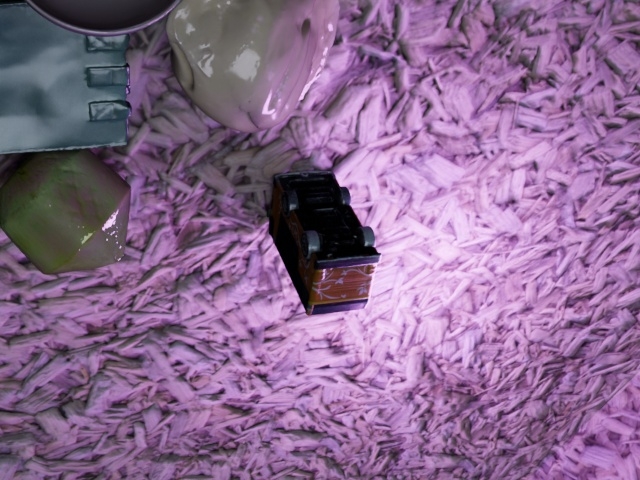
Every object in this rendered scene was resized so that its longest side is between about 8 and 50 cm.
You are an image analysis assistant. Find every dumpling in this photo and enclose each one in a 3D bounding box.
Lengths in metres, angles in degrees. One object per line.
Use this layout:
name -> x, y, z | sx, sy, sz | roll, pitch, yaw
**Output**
dumpling -> -0.084, -0.321, 1.690 | 0.316, 0.233, 0.395 | -37, 152, 0

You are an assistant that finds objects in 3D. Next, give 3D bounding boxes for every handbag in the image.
handbag -> -0.446, -0.276, 1.660 | 0.274, 0.100, 0.268 | -10, 125, -16

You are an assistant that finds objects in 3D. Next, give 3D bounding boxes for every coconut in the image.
coconut -> -0.429, -0.049, 1.771 | 0.236, 0.235, 0.205 | 12, 161, -29

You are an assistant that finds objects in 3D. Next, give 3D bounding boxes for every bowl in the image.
bowl -> -0.328, -0.437, 1.508 | 0.287, 0.144, 0.286 | -1, 94, -16

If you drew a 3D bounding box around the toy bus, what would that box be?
toy bus -> 0.000, 0.000, 1.932 | 0.139, 0.275, 0.167 | -6, 131, -19
